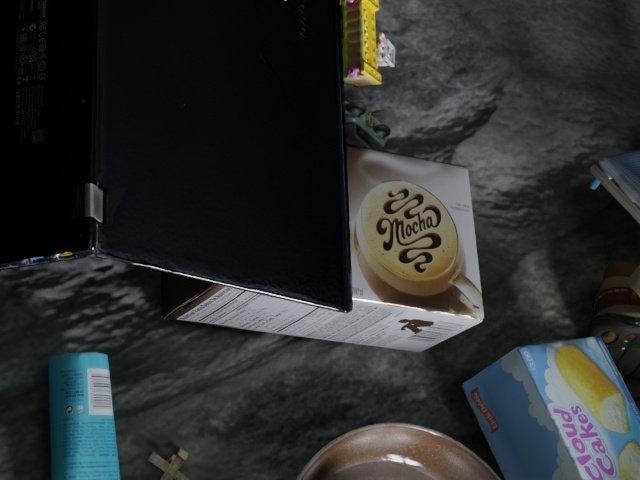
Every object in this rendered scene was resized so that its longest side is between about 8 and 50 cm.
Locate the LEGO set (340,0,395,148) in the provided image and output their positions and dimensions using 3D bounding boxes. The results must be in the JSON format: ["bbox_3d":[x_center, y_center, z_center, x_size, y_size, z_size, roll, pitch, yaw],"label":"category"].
[{"bbox_3d":[0.022,-0.236,1.705,0.132,0.107,0.287,55,36,-48],"label":"LEGO set"}]

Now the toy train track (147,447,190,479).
[{"bbox_3d":[-0.140,0.220,1.429,0.048,0.014,0.083,39,54,-13],"label":"toy train track"}]

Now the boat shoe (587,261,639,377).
[{"bbox_3d":[0.446,0.112,1.800,0.324,0.122,0.120,25,53,-23],"label":"boat shoe"}]

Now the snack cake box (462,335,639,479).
[{"bbox_3d":[0.268,0.235,1.603,0.152,0.089,0.264,-2,61,-48],"label":"snack cake box"}]

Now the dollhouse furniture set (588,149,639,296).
[{"bbox_3d":[0.435,-0.059,1.739,0.286,0.198,0.303,-9,52,-46],"label":"dollhouse furniture set"}]

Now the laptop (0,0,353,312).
[{"bbox_3d":[-0.205,-0.121,1.433,0.236,0.407,0.382,50,34,-62],"label":"laptop"}]

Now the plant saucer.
[{"bbox_3d":[0.079,0.328,1.506,0.310,0.050,0.311,14,62,-29],"label":"plant saucer"}]

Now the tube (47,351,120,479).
[{"bbox_3d":[-0.202,0.201,1.378,0.080,0.052,0.207,2,74,-28],"label":"tube"}]

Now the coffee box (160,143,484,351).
[{"bbox_3d":[0.000,0.000,1.550,0.297,0.119,0.168,10,65,-30],"label":"coffee box"}]
